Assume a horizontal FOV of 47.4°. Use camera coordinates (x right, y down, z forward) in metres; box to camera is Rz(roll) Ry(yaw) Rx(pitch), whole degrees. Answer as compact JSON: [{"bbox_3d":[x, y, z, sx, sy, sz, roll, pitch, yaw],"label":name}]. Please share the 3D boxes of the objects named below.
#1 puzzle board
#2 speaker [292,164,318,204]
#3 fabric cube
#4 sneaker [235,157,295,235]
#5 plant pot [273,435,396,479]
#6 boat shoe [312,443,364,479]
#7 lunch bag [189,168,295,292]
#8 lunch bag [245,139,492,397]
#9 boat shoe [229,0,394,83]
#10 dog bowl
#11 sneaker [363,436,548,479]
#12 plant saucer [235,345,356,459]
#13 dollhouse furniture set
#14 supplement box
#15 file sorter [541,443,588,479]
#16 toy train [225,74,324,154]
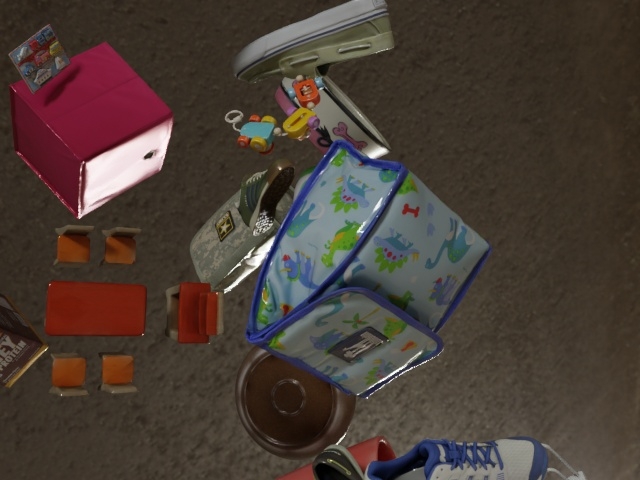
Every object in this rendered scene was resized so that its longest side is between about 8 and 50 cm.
[{"bbox_3d":[-0.595,-0.388,1.559,0.128,0.011,0.096,-57,138,-37],"label":"puzzle board"},{"bbox_3d":[0.000,0.000,1.445,0.131,0.131,0.296,56,33,-53],"label":"speaker"},{"bbox_3d":[-0.542,-0.258,1.728,0.258,0.259,0.254,-38,169,-34],"label":"fabric cube"},{"bbox_3d":[-0.112,-0.097,1.336,0.064,0.086,0.192,-23,154,-37],"label":"sneaker"},{"bbox_3d":[0.038,0.549,1.450,0.243,0.274,0.275,-16,145,12],"label":"plant pot"},{"bbox_3d":[0.069,0.454,1.237,0.081,0.227,0.069,-47,167,20],"label":"boat shoe"},{"bbox_3d":[-0.170,-0.021,1.704,0.235,0.169,0.287,-43,-170,17],"label":"lunch bag"},{"bbox_3d":[0.031,0.029,0.511,0.129,0.096,0.151,36,88,-42],"label":"lunch bag"},{"bbox_3d":[-0.020,-0.313,1.214,0.109,0.302,0.094,-31,104,-57],"label":"boat shoe"},{"bbox_3d":[0.029,-0.377,2.243,0.150,0.408,0.408,-42,146,12],"label":"dog bowl"},{"bbox_3d":[0.211,0.362,1.129,0.297,0.112,0.131,-20,123,-3],"label":"sneaker"},{"bbox_3d":[-0.070,0.374,1.749,0.310,0.311,0.050,-55,165,8],"label":"plant saucer"},{"bbox_3d":[-0.297,0.110,1.150,0.259,0.135,0.261,4,84,-31],"label":"dollhouse furniture set"},{"bbox_3d":[-0.753,0.201,1.620,0.129,0.191,0.194,-47,153,-5],"label":"supplement box"},{"bbox_3d":[0.480,0.608,1.543,0.193,0.277,0.173,-38,116,19],"label":"file sorter"},{"bbox_3d":[-0.060,-0.192,1.152,0.166,0.125,0.046,-24,138,-3],"label":"toy train"}]
